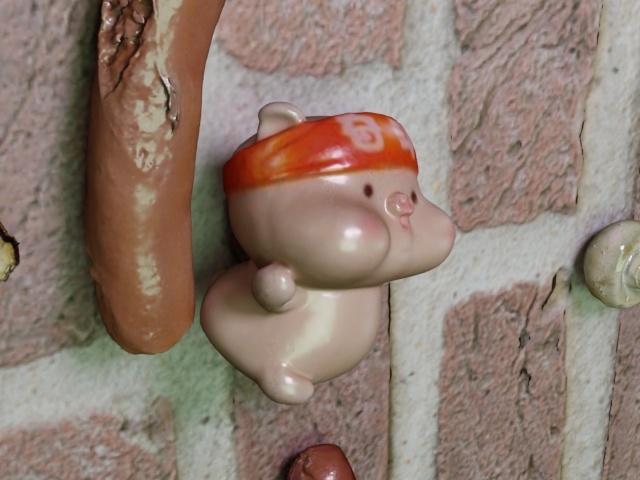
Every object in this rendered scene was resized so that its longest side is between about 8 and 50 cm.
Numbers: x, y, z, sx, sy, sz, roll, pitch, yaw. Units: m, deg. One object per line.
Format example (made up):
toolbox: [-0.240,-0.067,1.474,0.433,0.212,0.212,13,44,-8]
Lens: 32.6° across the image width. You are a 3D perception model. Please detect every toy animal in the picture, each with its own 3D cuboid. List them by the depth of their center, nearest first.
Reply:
toy animal: [0.000,0.000,0.769,0.171,0.171,0.198,6,112,-31]

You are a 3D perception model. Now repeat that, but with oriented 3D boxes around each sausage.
sausage: [-0.107,-0.082,0.716,0.087,0.079,0.327,3,108,-19]
sausage: [0.004,0.214,0.919,0.054,0.059,0.094,-25,124,-11]

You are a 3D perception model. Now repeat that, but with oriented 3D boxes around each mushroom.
mushroom: [0.278,0.022,0.984,0.083,0.067,0.084,-10,109,-30]

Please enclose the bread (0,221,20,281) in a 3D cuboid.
bread: [-0.266,0.006,0.688,0.129,0.044,0.126,-41,132,-11]
